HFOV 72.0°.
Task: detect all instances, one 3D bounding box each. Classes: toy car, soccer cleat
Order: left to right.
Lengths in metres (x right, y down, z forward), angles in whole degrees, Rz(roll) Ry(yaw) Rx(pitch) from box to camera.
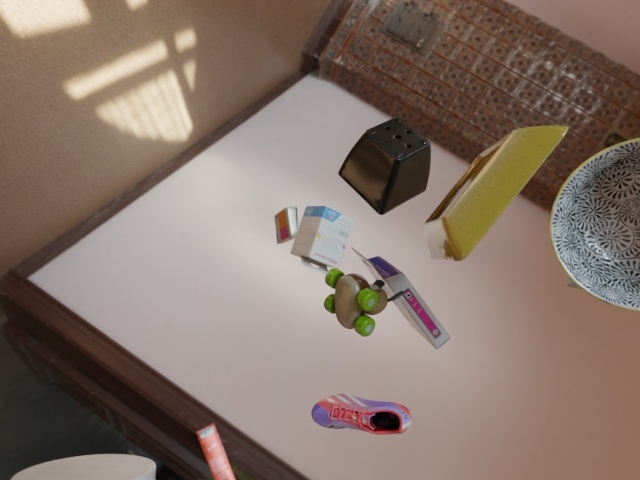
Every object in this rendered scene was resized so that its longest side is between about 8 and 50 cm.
[{"bbox_3d":[0.088,0.411,1.033,0.095,0.248,0.083,26,63,-68],"label":"soccer cleat"},{"bbox_3d":[0.129,0.142,1.158,0.188,0.155,0.148,-15,119,-34],"label":"toy car"}]

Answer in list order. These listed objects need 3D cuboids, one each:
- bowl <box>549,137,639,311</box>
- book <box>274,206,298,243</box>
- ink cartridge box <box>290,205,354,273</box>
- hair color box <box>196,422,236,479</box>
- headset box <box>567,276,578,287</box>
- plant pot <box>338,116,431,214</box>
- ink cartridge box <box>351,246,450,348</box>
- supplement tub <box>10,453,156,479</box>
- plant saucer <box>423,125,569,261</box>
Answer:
[{"bbox_3d":[0.331,-0.018,0.453,0.170,0.170,0.080,-59,160,20],"label":"bowl"},{"bbox_3d":[-0.111,-0.045,1.390,0.144,0.035,0.096,162,-76,-65],"label":"book"},{"bbox_3d":[0.000,0.000,1.048,0.090,0.092,0.143,8,-104,55],"label":"ink cartridge box"},{"bbox_3d":[-0.232,0.486,0.983,0.043,0.141,0.072,-22,164,-23],"label":"hair color box"},{"bbox_3d":[0.597,-0.018,0.831,0.283,0.131,0.246,38,65,-78],"label":"headset box"},{"bbox_3d":[0.185,-0.215,1.185,0.188,0.187,0.167,-30,153,-27],"label":"plant pot"},{"bbox_3d":[0.244,0.161,1.347,0.069,0.371,0.176,-42,-158,-2],"label":"ink cartridge box"},{"bbox_3d":[-0.358,0.509,0.639,0.235,0.236,0.324,97,-5,-77],"label":"supplement tub"},{"bbox_3d":[0.355,-0.108,1.002,0.333,0.081,0.333,-52,176,1],"label":"plant saucer"}]
